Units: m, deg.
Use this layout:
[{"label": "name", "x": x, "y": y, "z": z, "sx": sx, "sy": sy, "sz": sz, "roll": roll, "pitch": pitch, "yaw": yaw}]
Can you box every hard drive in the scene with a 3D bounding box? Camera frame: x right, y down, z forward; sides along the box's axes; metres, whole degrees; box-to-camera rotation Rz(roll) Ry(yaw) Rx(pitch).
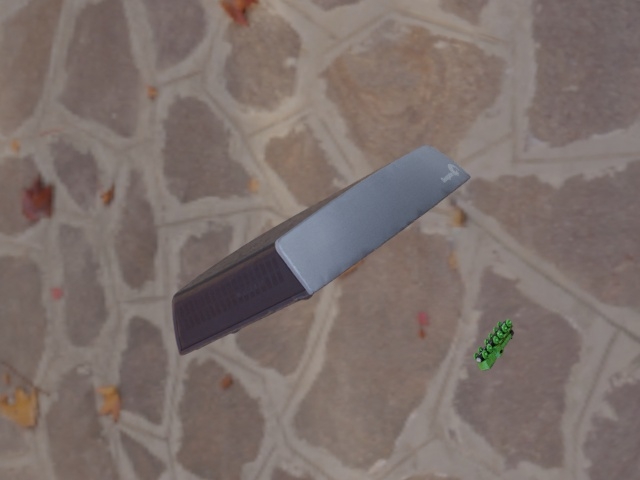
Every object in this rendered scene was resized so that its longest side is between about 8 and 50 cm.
[{"label": "hard drive", "x": 0.000, "y": 0.000, "z": 0.936, "sx": 0.172, "sy": 0.255, "sz": 0.054, "roll": -27, "pitch": 95, "yaw": 40}]

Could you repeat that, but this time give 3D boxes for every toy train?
[{"label": "toy train", "x": 0.194, "y": 0.115, "z": 1.272, "sx": 0.017, "sy": 0.083, "sz": 0.023, "roll": -21, "pitch": 104, "yaw": 41}]
